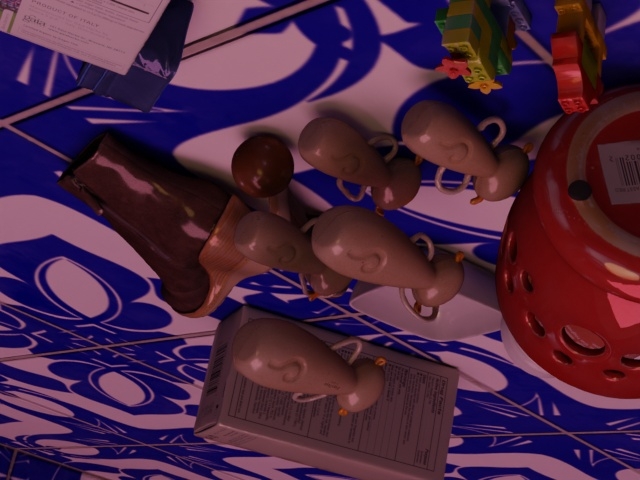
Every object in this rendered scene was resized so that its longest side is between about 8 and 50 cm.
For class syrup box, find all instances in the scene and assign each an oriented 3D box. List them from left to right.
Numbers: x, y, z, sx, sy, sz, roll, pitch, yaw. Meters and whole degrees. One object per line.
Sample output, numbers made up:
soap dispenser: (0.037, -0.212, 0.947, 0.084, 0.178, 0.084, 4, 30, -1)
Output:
syrup box: (-0.111, -0.193, 0.618, 0.096, 0.093, 0.237, 19, 156, -17)

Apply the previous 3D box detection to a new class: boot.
boot: (-0.166, -0.016, 1.116, 0.207, 0.090, 0.248, 32, 153, -16)

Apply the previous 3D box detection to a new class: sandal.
sandal: (0.000, 0.000, 1.079, 0.049, 0.072, 0.180, -18, 146, 12)

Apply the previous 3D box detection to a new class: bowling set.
bowling set: (0.029, -0.021, 0.924, 0.154, 0.200, 0.287, 25, 112, -41)

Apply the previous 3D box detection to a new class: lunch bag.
lunch bag: (-0.135, -0.140, 0.788, 0.065, 0.067, 0.098, 18, 156, -18)

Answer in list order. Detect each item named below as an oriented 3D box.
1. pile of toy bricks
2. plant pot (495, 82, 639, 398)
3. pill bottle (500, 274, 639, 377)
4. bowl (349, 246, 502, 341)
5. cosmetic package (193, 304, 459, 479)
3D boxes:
pile of toy bricks: (0.091, -0.136, 0.644, 0.118, 0.105, 0.212, -3, 154, 30)
plant pot: (0.228, -0.001, 0.798, 0.191, 0.191, 0.174, 8, 155, 6)
pill bottle: (0.247, 0.056, 1.010, 0.121, 0.121, 0.216, 15, 157, -10)
bowl: (0.116, 0.053, 1.152, 0.142, 0.053, 0.142, 22, 155, -27)
cosmetic package: (0.011, 0.207, 1.434, 0.309, 0.160, 0.113, 20, 157, -18)
